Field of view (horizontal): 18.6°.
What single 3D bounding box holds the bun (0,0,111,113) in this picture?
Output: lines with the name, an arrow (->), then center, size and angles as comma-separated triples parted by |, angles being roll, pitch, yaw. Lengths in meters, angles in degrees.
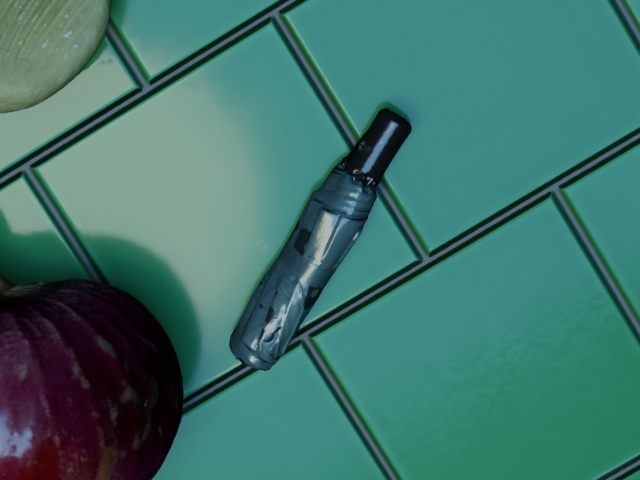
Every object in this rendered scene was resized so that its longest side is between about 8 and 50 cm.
bun -> -0.275, -0.212, 1.580 | 0.222, 0.127, 0.222 | 2, 85, -24

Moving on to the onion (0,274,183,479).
onion -> -0.236, 0.133, 1.585 | 0.230, 0.256, 0.272 | -6, 124, 17

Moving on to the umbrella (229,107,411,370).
umbrella -> -0.001, 0.000, 1.646 | 0.052, 0.053, 0.250 | 31, 101, -4
